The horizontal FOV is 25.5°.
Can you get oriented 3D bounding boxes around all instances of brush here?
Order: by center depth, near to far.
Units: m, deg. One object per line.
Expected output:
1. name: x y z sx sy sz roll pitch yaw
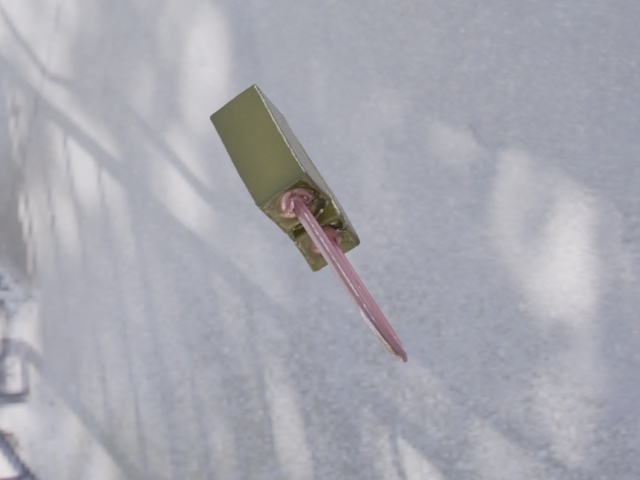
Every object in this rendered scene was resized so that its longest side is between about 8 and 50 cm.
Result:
1. brush: 0.000 0.000 0.986 0.047 0.103 0.233 -34 51 5
